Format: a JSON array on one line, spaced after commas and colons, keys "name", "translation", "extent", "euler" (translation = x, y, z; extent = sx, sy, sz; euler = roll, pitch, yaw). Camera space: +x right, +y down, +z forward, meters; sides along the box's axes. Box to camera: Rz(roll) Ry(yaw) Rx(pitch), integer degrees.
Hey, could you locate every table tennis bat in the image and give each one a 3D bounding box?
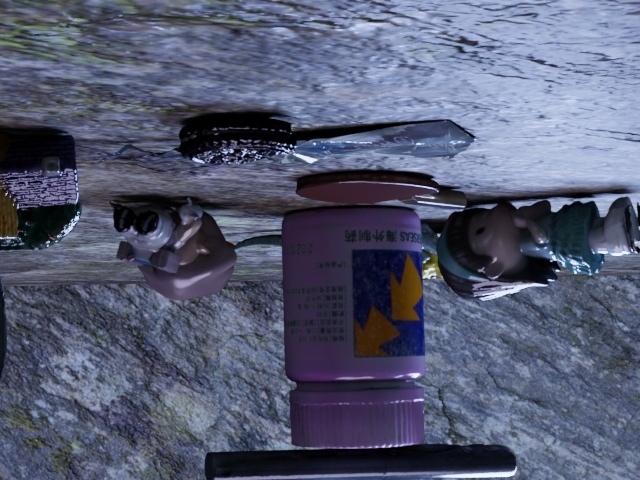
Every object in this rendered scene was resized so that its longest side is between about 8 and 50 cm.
[{"name": "table tennis bat", "translation": [0.072, -0.051, 1.305], "extent": [0.220, 0.019, 0.130], "euler": [5, 172, -43]}]

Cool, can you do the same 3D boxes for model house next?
[{"name": "model house", "translation": [-0.232, -0.037, 0.966], "extent": [0.100, 0.088, 0.100], "euler": [-4, 177, -12]}]

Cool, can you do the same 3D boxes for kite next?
[{"name": "kite", "translation": [-0.026, -0.071, 1.057], "extent": [0.309, 0.015, 0.169], "euler": [-3, 176, 11]}]

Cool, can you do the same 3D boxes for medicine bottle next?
[{"name": "medicine bottle", "translation": [0.042, 0.109, 1.583], "extent": [0.178, 0.291, 0.178], "euler": [-2, 174, 0]}]

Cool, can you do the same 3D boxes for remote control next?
[{"name": "remote control", "translation": [0.049, 0.277, 1.577], "extent": [0.377, 0.044, 0.107], "euler": [0, 179, -11]}]

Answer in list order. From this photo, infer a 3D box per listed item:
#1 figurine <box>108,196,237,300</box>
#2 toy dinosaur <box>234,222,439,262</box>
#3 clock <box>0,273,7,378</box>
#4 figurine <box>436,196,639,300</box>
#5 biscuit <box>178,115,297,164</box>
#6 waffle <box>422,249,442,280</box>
[{"name": "figurine", "translation": [-0.167, 0.008, 1.461], "extent": [0.137, 0.112, 0.229], "euler": [2, 167, 17]}, {"name": "toy dinosaur", "translation": [-0.020, 0.031, 1.762], "extent": [0.382, 0.076, 0.129], "euler": [-1, -143, 26]}, {"name": "clock", "translation": [-0.394, 0.066, 1.420], "extent": [0.041, 0.215, 0.215], "euler": [-7, 176, -3]}, {"name": "figurine", "translation": [0.255, 0.001, 1.500], "extent": [0.245, 0.110, 0.138], "euler": [-9, -164, 24]}, {"name": "biscuit", "translation": [-0.061, -0.073, 0.937], "extent": [0.089, 0.027, 0.087], "euler": [-2, 175, 4]}, {"name": "waffle", "translation": [0.196, 0.023, 1.827], "extent": [0.243, 0.059, 0.238], "euler": [-5, -177, 16]}]
